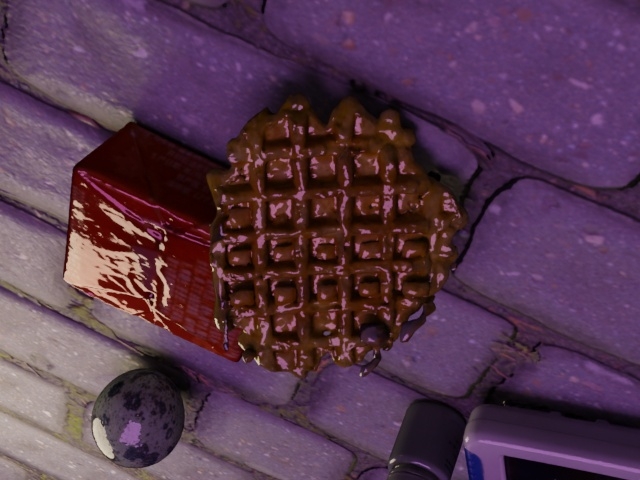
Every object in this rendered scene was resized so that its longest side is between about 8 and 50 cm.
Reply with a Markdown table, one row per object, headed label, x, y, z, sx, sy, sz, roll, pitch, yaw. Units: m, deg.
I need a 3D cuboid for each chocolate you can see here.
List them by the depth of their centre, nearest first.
| label | x | y | z | sx | sy | sz | roll | pitch | yaw |
| --- | --- | --- | --- | --- | --- | --- | --- | --- | --- |
| chocolate | -0.156 | 0.003 | 1.192 | 0.234 | 0.108 | 0.237 | 24 | 146 | 1 |

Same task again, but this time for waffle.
| label | x | y | z | sx | sy | sz | roll | pitch | yaw |
| --- | --- | --- | --- | --- | --- | --- | --- | --- | --- |
| waffle | 0.000 | -0.001 | 1.033 | 0.262 | 0.060 | 0.280 | 43 | 106 | -15 |

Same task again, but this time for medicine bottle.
| label | x | y | z | sx | sy | sz | roll | pitch | yaw |
| --- | --- | --- | --- | --- | --- | --- | --- | --- | --- |
| medicine bottle | 0.126 | 0.272 | 1.339 | 0.080 | 0.130 | 0.080 | 17 | 144 | 13 |

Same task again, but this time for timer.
| label | x | y | z | sx | sy | sz | roll | pitch | yaw |
| --- | --- | --- | --- | --- | --- | --- | --- | --- | --- |
| timer | 0.302 | 0.272 | 1.280 | 0.253 | 0.078 | 0.178 | 9 | 139 | 20 |

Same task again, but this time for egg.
| label | x | y | z | sx | sy | sz | roll | pitch | yaw |
| --- | --- | --- | --- | --- | --- | --- | --- | --- | --- |
| egg | -0.258 | 0.250 | 1.545 | 0.132 | 0.132 | 0.172 | 25 | 134 | 0 |
